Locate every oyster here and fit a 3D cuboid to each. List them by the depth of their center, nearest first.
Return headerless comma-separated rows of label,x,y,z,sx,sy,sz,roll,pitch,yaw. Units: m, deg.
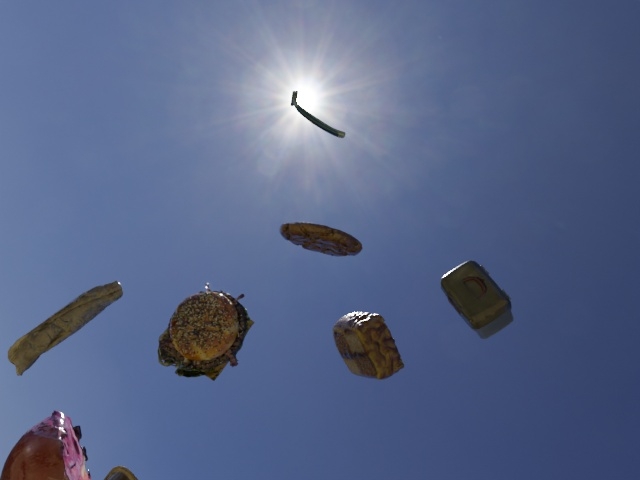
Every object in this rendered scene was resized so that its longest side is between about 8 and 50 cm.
oyster,-0.553,0.437,2.002,0.112,0.267,0.199,129,-47,-55

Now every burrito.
burrito,-0.480,0.153,0.890,0.058,0.229,0.063,51,-21,-11

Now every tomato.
tomato,-0.607,0.562,1.035,0.289,0.176,0.335,-30,-103,64

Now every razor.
razor,-0.012,-0.348,1.347,0.191,0.037,0.068,39,-17,4

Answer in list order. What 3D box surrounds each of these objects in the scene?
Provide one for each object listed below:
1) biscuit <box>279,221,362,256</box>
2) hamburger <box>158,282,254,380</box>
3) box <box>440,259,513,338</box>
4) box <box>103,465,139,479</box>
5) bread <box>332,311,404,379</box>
biscuit,0.000,0.000,1.244,0.225,0.225,0.042,5,-105,37
hamburger,-0.229,0.179,0.931,0.163,0.190,0.093,16,-22,10
box,0.469,0.175,1.410,0.147,0.129,0.210,-35,-139,7
box,-0.337,0.491,0.827,0.177,0.111,0.111,43,-53,17
bread,0.124,0.292,1.304,0.182,0.095,0.222,67,-23,1
